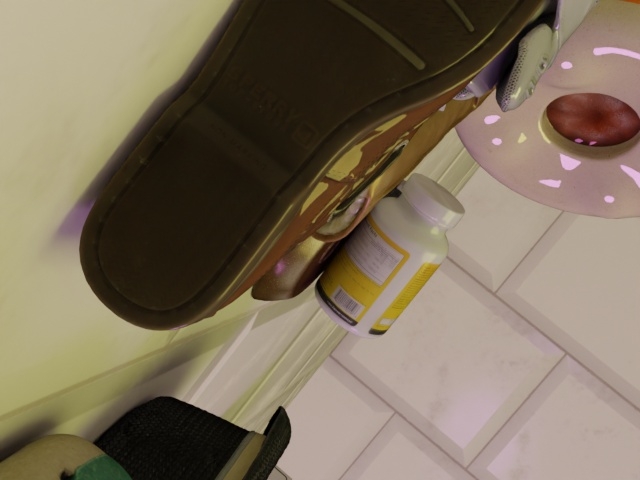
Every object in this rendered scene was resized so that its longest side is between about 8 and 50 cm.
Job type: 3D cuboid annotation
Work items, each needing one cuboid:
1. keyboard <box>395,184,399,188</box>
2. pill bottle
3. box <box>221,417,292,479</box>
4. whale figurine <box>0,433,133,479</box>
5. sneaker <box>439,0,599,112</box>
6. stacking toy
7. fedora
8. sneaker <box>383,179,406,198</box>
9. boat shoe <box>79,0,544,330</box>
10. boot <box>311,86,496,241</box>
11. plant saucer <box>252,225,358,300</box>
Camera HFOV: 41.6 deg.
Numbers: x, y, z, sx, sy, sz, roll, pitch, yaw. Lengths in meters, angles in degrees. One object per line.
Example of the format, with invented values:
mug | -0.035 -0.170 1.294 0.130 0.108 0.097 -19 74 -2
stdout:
keyboard | 0.113 -0.113 1.105 0.180 0.023 0.108 -46 164 -24
pill bottle | 0.081 0.016 0.968 0.184 0.103 0.103 -54 171 21
box | -0.175 0.460 1.540 0.087 0.169 0.290 -44 168 -37
whale figurine | -0.218 0.270 0.601 0.272 0.141 0.216 -58 170 21
sneaker | 0.145 -0.202 0.502 0.210 0.137 0.366 -52 175 -9
stacking toy | 0.388 -0.302 1.090 0.350 0.351 0.480 113 -1 -61
fedora | -0.171 0.275 0.819 0.334 0.152 0.334 -56 175 -8
sneaker | 0.084 -0.011 1.237 0.121 0.079 0.217 -43 165 -8
boat shoe | 0.003 -0.082 0.440 0.307 0.110 0.104 -41 176 5
boot | 0.107 -0.134 0.770 0.269 0.089 0.236 -42 168 -37
plant saucer | 0.000 0.000 0.954 0.198 0.036 0.198 -49 172 -9
